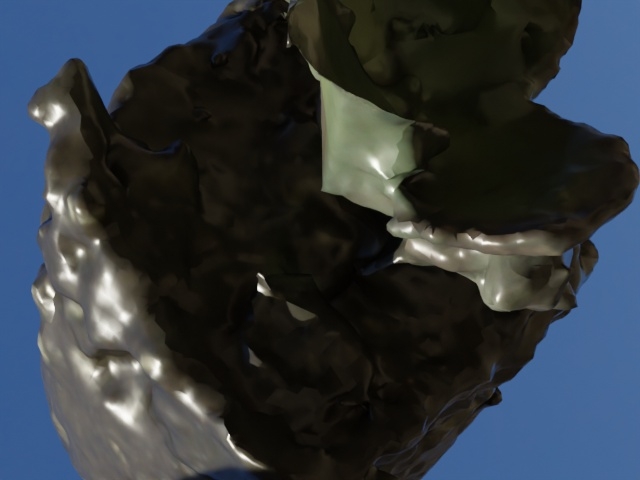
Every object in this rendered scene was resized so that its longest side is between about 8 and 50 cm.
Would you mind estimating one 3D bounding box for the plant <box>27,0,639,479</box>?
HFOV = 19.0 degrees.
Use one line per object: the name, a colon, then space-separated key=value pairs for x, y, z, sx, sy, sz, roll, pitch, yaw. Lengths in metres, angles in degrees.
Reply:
plant: x=0.000 y=0.000 z=0.492 sx=0.131 sy=0.203 sz=0.142 roll=-27 pitch=-118 yaw=-36
